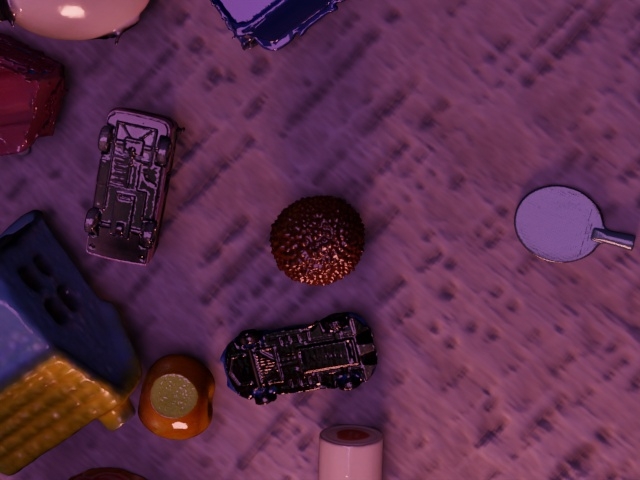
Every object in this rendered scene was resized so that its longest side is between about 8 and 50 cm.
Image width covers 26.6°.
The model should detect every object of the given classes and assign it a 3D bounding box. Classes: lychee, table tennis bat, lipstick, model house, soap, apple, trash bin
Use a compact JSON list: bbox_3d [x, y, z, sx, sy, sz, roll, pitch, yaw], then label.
[{"bbox_3d":[-0.001,-0.003,1.735,0.123,0.129,0.123,4,70,-11],"label":"lychee"},{"bbox_3d":[0.323,-0.016,1.724,0.155,0.019,0.100,14,103,9],"label":"table tennis bat"},{"bbox_3d":[0.037,0.416,1.824,0.087,0.087,0.326,3,102,10],"label":"lipstick"},{"bbox_3d":[-0.395,0.152,1.786,0.237,0.215,0.303,-34,95,22],"label":"model house"},{"bbox_3d":[-0.457,-0.186,1.776,0.250,0.099,0.162,-6,103,21],"label":"soap"},{"bbox_3d":[-0.191,0.212,1.824,0.102,0.099,0.114,16,78,-1],"label":"apple"},{"bbox_3d":[-0.071,-0.318,1.626,0.184,0.234,0.162,-36,93,14],"label":"trash bin"}]

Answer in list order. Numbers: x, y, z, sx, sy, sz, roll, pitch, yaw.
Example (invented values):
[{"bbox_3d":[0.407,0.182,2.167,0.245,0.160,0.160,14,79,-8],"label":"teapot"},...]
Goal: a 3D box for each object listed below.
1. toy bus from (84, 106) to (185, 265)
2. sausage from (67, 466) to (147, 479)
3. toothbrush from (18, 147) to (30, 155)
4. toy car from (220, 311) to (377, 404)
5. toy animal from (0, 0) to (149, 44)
[{"bbox_3d":[-0.242,-0.075,1.773,0.096,0.108,0.198,13,105,3],"label":"toy bus"},{"bbox_3d":[-0.314,0.455,1.795,0.233,0.287,0.233,2,102,10],"label":"sausage"},{"bbox_3d":[-0.446,-0.250,1.818,0.021,0.024,0.288,-16,97,15],"label":"toothbrush"},{"bbox_3d":[-0.027,0.154,1.799,0.216,0.063,0.103,-11,98,18],"label":"toy car"},{"bbox_3d":[-0.293,-0.397,1.638,0.251,0.251,0.309,13,98,8],"label":"toy animal"}]
